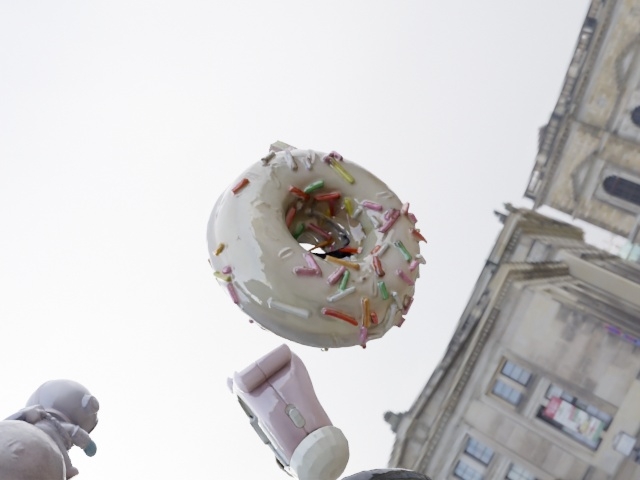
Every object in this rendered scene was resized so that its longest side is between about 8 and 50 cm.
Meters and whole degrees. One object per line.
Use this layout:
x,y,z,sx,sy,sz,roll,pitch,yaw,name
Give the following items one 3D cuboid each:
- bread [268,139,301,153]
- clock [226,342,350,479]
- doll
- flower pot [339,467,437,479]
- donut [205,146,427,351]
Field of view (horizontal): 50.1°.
-0.063,-0.147,1.398,0.035,0.094,0.090,-32,-42,-43,bread
-0.075,0.426,1.640,0.184,0.325,0.342,-30,-7,-12,clock
-0.386,0.275,0.923,0.287,0.151,0.150,-81,11,-76,doll
0.077,0.418,0.593,0.380,0.251,0.379,-10,-71,-30,flower pot
0.000,0.000,1.133,0.383,0.383,0.142,-37,-16,-38,donut
